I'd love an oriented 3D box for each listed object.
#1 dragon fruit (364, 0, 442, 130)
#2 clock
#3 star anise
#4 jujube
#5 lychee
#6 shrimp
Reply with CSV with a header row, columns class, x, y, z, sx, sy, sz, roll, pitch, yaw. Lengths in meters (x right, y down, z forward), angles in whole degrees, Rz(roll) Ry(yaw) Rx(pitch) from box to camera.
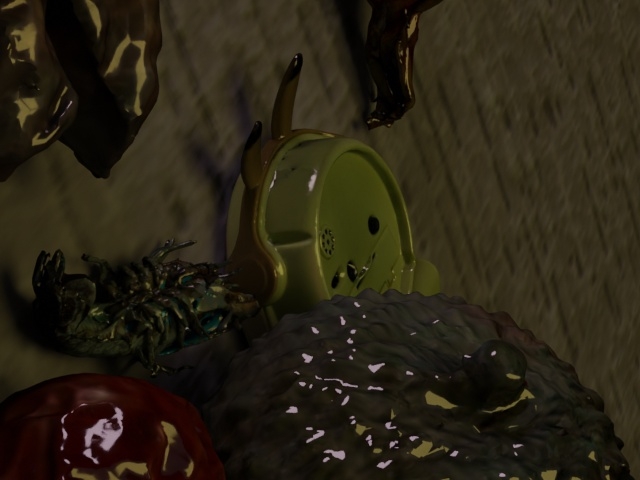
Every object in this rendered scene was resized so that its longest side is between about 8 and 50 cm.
class,x,y,z,sx,sy,sz,roll,pitch,yaw
dragon fruit,0.064,-0.202,1.162,0.125,0.125,0.246,1,105,-32
clock,0.000,0.000,1.046,0.232,0.069,0.170,65,35,-30
star anise,-0.159,-0.167,0.751,0.331,0.117,0.332,2,87,-56
jujube,-0.116,0.171,0.740,0.155,0.155,0.230,44,42,-49
lychee,0.044,0.158,0.907,0.255,0.255,0.274,-48,162,-52
shrimp,-0.105,0.034,0.885,0.082,0.076,0.174,50,25,24
